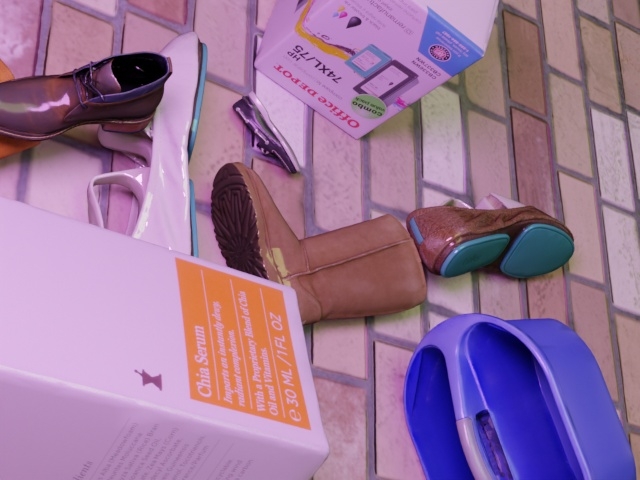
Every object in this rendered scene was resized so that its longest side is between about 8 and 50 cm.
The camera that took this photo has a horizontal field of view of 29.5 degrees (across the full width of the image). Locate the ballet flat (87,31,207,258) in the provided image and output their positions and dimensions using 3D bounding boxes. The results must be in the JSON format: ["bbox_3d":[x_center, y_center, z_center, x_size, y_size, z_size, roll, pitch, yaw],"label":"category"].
[{"bbox_3d":[-0.205,-0.088,1.431,0.139,0.139,0.400,18,59,-32],"label":"ballet flat"}]

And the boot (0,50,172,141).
[{"bbox_3d":[-0.264,-0.166,1.301,0.219,0.106,0.082,-8,68,-35],"label":"boot"}]

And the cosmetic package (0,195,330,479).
[{"bbox_3d":[-0.235,0.108,1.109,0.453,0.161,0.230,18,34,-26],"label":"cosmetic package"}]

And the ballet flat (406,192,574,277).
[{"bbox_3d":[0.242,-0.013,1.763,0.342,0.116,0.124,-4,45,-46],"label":"ballet flat"}]

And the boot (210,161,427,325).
[{"bbox_3d":[0.000,0.000,1.576,0.269,0.089,0.236,-13,87,-42],"label":"boot"}]

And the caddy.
[{"bbox_3d":[0.238,0.255,1.532,0.179,0.241,0.341,-5,71,-48],"label":"caddy"}]

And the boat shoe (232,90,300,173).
[{"bbox_3d":[-0.071,-0.138,1.615,0.125,0.038,0.046,57,4,-9],"label":"boat shoe"}]

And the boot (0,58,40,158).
[{"bbox_3d":[-0.386,-0.089,1.285,0.211,0.104,0.295,-11,71,-42],"label":"boot"}]

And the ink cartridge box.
[{"bbox_3d":[0.080,-0.311,1.667,0.198,0.270,0.197,33,52,-22],"label":"ink cartridge box"}]
